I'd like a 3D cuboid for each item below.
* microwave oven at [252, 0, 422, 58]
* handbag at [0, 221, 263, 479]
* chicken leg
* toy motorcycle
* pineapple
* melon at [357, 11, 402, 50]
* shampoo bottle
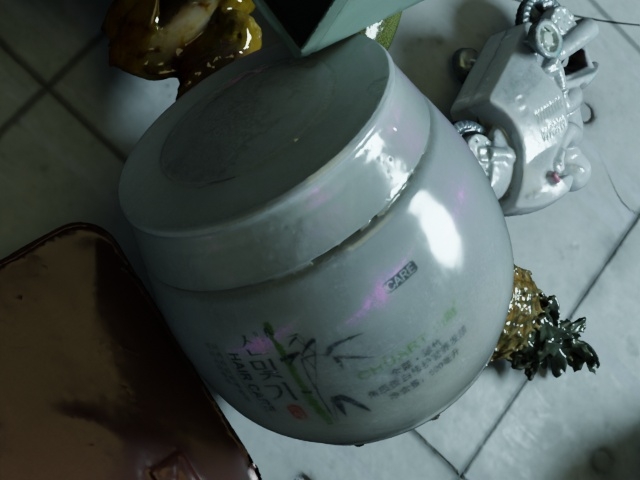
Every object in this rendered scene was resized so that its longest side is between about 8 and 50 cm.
[{"bbox_3d":[0.003,-0.325,1.002,0.237,0.181,0.295,-30,79,-32],"label":"microwave oven"},{"bbox_3d":[-0.209,0.151,1.058,0.260,0.084,0.275,-33,92,-31],"label":"handbag"},{"bbox_3d":[-0.068,-0.237,1.155,0.409,0.182,0.295,-1,85,-13],"label":"chicken leg"},{"bbox_3d":[0.201,-0.111,1.311,0.171,0.110,0.260,49,54,-24],"label":"toy motorcycle"},{"bbox_3d":[0.175,0.072,1.252,0.197,0.108,0.108,26,66,-30],"label":"pineapple"},{"bbox_3d":[0.024,-0.210,1.252,0.099,0.099,0.162,22,71,-18],"label":"melon"},{"bbox_3d":[0.000,0.000,1.064,0.273,0.273,0.266,-53,129,-27],"label":"shampoo bottle"}]
